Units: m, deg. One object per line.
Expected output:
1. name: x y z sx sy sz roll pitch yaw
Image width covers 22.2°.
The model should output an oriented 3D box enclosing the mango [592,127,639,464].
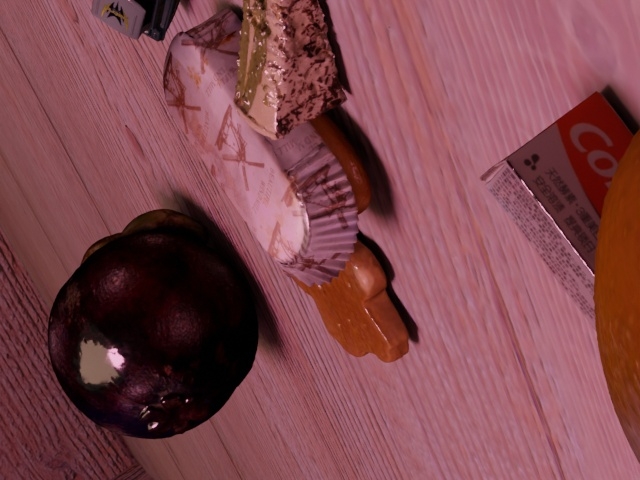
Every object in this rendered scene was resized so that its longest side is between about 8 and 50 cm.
1. mango: 0.168 0.056 0.448 0.193 0.146 0.316 51 175 34

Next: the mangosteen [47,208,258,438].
1. mangosteen: -0.150 0.062 1.448 0.194 0.194 0.230 74 -177 -50

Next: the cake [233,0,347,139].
1. cake: -0.016 -0.124 0.881 0.051 0.055 0.140 45 145 40

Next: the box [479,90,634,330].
1. box: 0.151 0.043 0.640 0.218 0.055 0.039 54 164 8

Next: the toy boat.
1. toy boat: -0.113 -0.173 1.028 0.055 0.060 0.141 31 158 1

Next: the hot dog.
1. hot dog: -0.035 -0.060 0.989 0.191 0.059 0.108 53 140 30

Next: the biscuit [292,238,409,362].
1. biscuit: 0.001 0.002 1.091 0.184 0.027 0.133 57 163 -1
